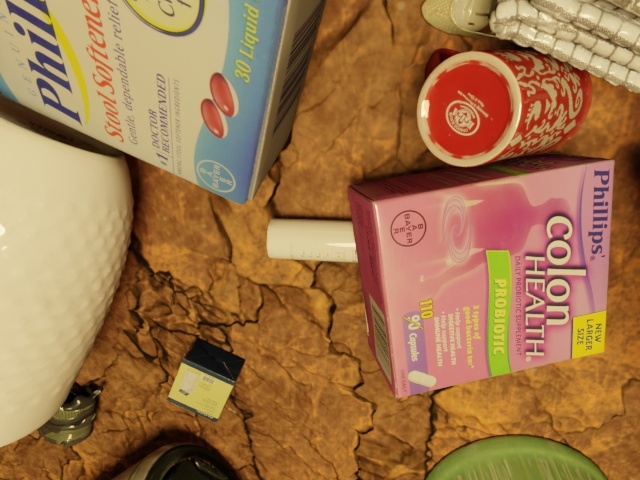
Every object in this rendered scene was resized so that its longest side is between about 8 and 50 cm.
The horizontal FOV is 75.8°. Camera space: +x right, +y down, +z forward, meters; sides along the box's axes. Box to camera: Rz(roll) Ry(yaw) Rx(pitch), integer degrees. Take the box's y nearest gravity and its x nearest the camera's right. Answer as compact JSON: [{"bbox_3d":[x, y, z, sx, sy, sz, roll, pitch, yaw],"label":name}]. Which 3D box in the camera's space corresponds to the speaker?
[{"bbox_3d":[0.000,0.000,0.533,0.136,0.055,0.055,2,108,7],"label":"speaker"}]

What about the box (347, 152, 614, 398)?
[{"bbox_3d":[0.171,0.030,0.460,0.242,0.117,0.214,-10,107,-6],"label":"box"}]

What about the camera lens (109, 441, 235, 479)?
[{"bbox_3d":[-0.270,0.465,0.630,0.274,0.219,0.219,-36,100,16],"label":"camera lens"}]

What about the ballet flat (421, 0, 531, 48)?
[{"bbox_3d":[0.193,-0.241,0.433,0.168,0.052,0.057,13,109,3],"label":"ballet flat"}]

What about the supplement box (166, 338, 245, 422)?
[{"bbox_3d":[-0.171,0.210,0.621,0.083,0.056,0.083,26,109,-2],"label":"supplement box"}]

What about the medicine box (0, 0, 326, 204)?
[{"bbox_3d":[-0.152,-0.213,0.371,0.289,0.149,0.264,24,145,-2],"label":"medicine box"}]

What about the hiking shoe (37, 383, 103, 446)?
[{"bbox_3d":[-0.464,0.237,0.663,0.226,0.086,0.114,21,96,-6],"label":"hiking shoe"}]

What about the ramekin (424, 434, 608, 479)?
[{"bbox_3d":[0.302,0.458,0.596,0.303,0.148,0.304,2,108,6],"label":"ramekin"}]

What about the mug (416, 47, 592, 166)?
[{"bbox_3d":[0.161,-0.131,0.404,0.150,0.169,0.113,19,119,39],"label":"mug"}]

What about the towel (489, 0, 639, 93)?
[{"bbox_3d":[0.307,-0.243,0.331,0.283,0.121,0.235,23,70,1],"label":"towel"}]

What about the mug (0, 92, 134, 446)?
[{"bbox_3d":[-0.412,-0.006,0.450,0.373,0.276,0.328,26,99,-21],"label":"mug"}]
